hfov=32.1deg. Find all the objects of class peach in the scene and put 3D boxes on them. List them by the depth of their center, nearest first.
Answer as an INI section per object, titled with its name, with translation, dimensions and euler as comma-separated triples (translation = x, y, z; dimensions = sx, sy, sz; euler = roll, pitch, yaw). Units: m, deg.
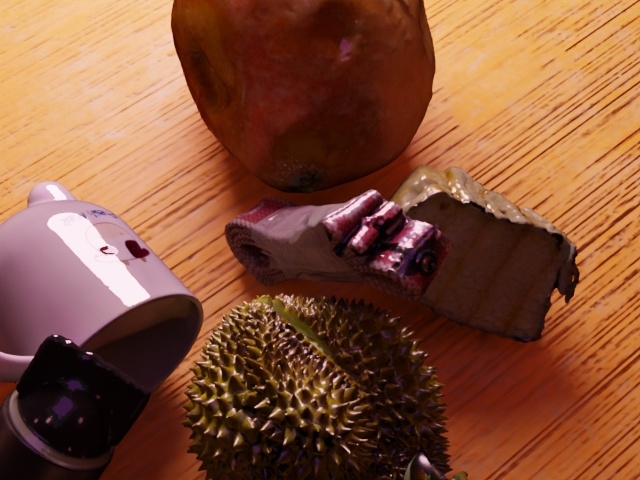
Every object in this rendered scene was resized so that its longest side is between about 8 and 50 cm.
[peach]
translation = -0.011, -0.149, 0.874
dimensions = 0.214, 0.214, 0.236
euler = -6, 67, -6

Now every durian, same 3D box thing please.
[durian]
translation = 0.004, 0.121, 0.755
dimensions = 0.198, 0.146, 0.159
euler = 20, 46, -1

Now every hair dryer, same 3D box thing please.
[hair dryer]
translation = -0.113, 0.195, 0.709
dimensions = 0.248, 0.196, 0.078
euler = 34, 20, -8

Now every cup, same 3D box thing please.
[cup]
translation = -0.194, 0.048, 0.783
dimensions = 0.173, 0.134, 0.142
euler = -30, 64, -32

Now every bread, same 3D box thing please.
[bread]
translation = 0.110, 0.002, 0.854
dimensions = 0.156, 0.110, 0.103
euler = 29, 102, -20

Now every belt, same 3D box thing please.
[belt]
translation = 0.000, 0.000, 0.791
dimensions = 0.053, 0.232, 0.071
euler = -42, 112, -23
